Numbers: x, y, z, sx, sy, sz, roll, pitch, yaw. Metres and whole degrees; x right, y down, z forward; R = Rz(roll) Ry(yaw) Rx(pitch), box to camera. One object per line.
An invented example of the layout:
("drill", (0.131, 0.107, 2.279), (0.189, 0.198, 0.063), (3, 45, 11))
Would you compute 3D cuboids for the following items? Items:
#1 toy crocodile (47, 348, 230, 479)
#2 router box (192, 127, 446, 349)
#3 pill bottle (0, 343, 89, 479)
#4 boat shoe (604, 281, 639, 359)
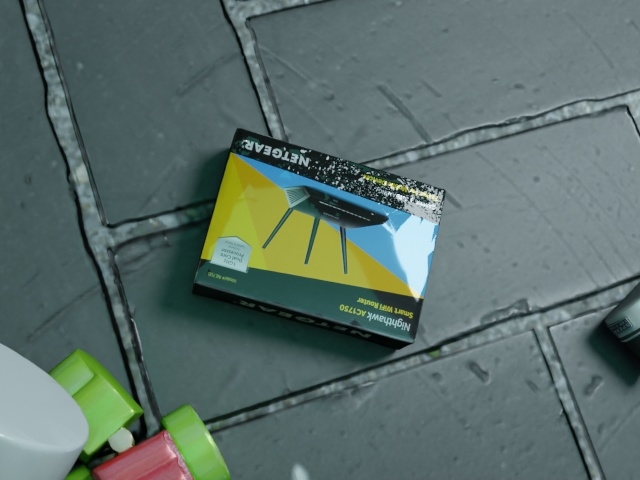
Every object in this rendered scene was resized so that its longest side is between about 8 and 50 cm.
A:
("toy crocodile", (-0.091, 0.228, 0.662), (0.115, 0.105, 0.341), (-27, 83, -16))
("router box", (0.000, 0.000, 0.771), (0.178, 0.046, 0.133), (15, 73, -7))
("pill bottle", (-0.266, 0.195, 0.564), (0.162, 0.162, 0.278), (34, 93, -1))
("boat shoe", (0.340, 0.025, 0.821), (0.219, 0.078, 0.070), (-40, 85, -10))
